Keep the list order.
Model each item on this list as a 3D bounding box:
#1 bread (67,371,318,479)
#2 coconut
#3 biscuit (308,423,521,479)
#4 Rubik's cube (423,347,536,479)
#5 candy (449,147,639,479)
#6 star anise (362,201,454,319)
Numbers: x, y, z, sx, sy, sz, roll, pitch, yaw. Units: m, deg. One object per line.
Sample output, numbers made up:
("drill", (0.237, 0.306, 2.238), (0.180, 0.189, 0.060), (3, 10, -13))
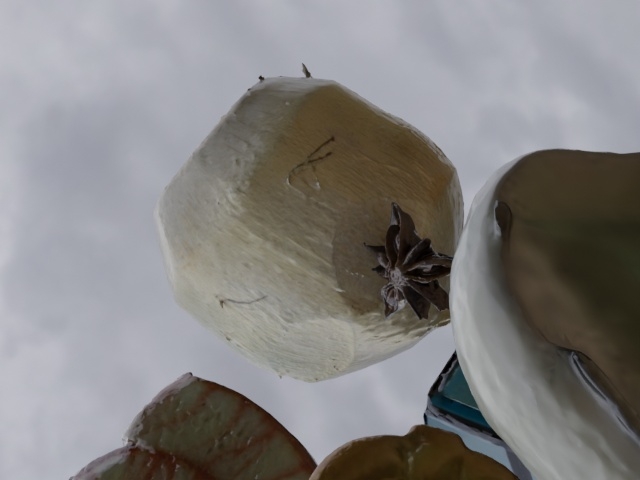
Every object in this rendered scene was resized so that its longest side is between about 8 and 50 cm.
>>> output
("bread", (-0.129, 0.315, 1.789), (0.295, 0.328, 0.114), (43, 170, 25))
("coconut", (0.000, 0.000, 2.205), (0.360, 0.346, 0.346), (38, -144, 1))
("biscuit", (0.073, 0.264, 1.460), (0.203, 0.041, 0.260), (15, -119, -5))
("Rubik's cube", (0.279, 0.176, 1.756), (0.283, 0.288, 0.293), (-55, -27, -29))
("candy", (0.276, 0.120, 1.241), (0.386, 0.186, 0.427), (-15, -118, -41))
("star anise", (0.093, 0.039, 2.017), (0.124, 0.129, 0.056), (39, -143, 23))
